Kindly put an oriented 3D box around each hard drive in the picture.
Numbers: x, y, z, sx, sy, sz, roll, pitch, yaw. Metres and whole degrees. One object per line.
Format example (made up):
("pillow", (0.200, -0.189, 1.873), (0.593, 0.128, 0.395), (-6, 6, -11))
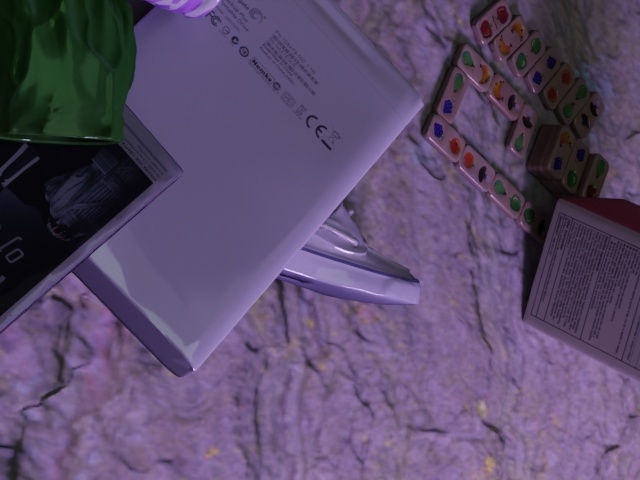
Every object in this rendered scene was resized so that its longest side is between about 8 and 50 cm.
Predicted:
("hard drive", (-0.088, -0.087, 1.441), (0.233, 0.047, 0.353), (47, 58, -10))

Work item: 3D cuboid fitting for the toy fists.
("toy fists", (-0.269, -0.147, 1.241), (0.279, 0.096, 0.142), (3, 88, -24))

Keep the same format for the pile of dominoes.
("pile of dominoes", (0.225, -0.129, 1.803), (0.251, 0.040, 0.196), (38, 66, -39))

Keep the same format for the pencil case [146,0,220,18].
("pencil case", (-0.152, -0.244, 1.332), (0.206, 0.088, 0.086), (19, 77, -43))

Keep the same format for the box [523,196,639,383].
("box", (0.352, 0.060, 1.780), (0.126, 0.232, 0.149), (-1, 111, -45))

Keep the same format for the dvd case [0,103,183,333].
("dvd case", (-0.245, -0.047, 1.293), (0.179, 0.029, 0.238), (49, 60, -5))

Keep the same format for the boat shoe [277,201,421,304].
("boat shoe", (0.000, 0.000, 1.546), (0.258, 0.095, 0.084), (20, 78, -42))
